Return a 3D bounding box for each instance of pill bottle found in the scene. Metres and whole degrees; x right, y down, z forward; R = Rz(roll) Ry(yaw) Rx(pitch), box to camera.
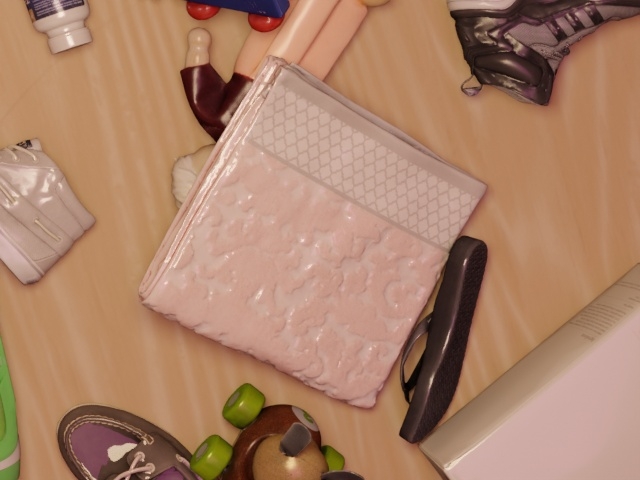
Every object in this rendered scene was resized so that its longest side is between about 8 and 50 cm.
[{"bbox_3d":[-0.299,-0.273,1.728,0.067,0.067,0.120,-19,98,-8],"label":"pill bottle"}]

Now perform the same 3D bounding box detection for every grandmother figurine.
[{"bbox_3d":[-0.068,-0.172,1.763,0.208,0.104,0.342,30,87,-2],"label":"grandmother figurine"}]

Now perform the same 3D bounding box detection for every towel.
[{"bbox_3d":[0.000,0.000,1.763,0.332,0.053,0.317,29,91,-28],"label":"towel"}]

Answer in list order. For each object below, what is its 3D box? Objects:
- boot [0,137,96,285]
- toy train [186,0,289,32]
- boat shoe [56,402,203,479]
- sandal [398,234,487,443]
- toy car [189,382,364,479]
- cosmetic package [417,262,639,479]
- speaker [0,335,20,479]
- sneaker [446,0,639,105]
[{"bbox_3d":[-0.370,-0.080,1.730,0.123,0.095,0.258,-43,109,-10],"label":"boot"},{"bbox_3d":[-0.122,-0.331,1.728,0.143,0.248,0.105,-57,145,-26],"label":"toy train"},{"bbox_3d":[-0.166,0.311,1.786,0.335,0.095,0.112,43,87,-10],"label":"boat shoe"},{"bbox_3d":[0.139,0.117,1.835,0.054,0.097,0.254,17,91,24],"label":"sandal"},{"bbox_3d":[-0.029,0.245,1.742,0.155,0.188,0.149,39,61,-14],"label":"toy car"},{"bbox_3d":[0.323,0.214,1.832,0.365,0.155,0.197,-37,99,-4],"label":"cosmetic package"},{"bbox_3d":[-0.420,0.135,1.713,0.131,0.131,0.296,-12,97,-9],"label":"speaker"},{"bbox_3d":[0.286,-0.237,1.819,0.268,0.101,0.153,-5,96,-3],"label":"sneaker"}]
